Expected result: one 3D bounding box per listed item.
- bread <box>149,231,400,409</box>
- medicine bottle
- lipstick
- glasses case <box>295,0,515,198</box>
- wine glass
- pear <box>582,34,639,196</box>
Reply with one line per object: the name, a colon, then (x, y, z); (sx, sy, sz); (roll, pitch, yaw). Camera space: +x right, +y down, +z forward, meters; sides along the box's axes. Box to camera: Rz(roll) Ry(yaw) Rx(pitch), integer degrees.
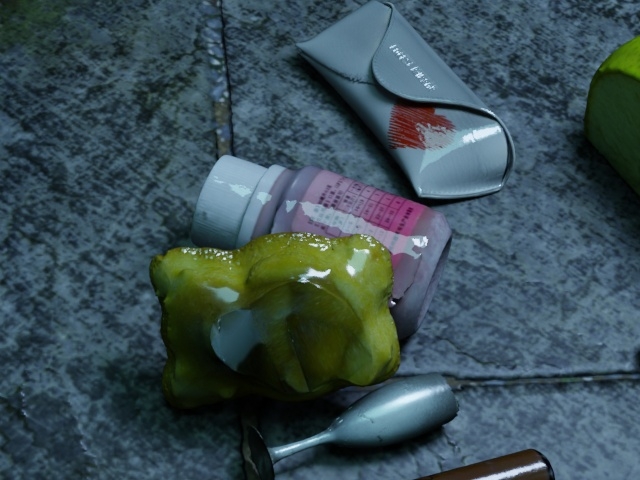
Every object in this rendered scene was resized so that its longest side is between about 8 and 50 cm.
bread: (-0.041, 0.079, 1.312); (0.233, 0.161, 0.088); (-9, 21, -3)
medicine bottle: (0.000, 0.000, 1.422); (0.247, 0.147, 0.147); (21, 49, 10)
lipstick: (0.045, 0.253, 1.259); (0.356, 0.057, 0.057); (-13, 51, -19)
glasses case: (0.094, -0.173, 1.630); (0.128, 0.083, 0.308); (-21, 54, -25)
wine glass: (0.032, 0.173, 1.326); (0.198, 0.066, 0.066); (-17, 53, -21)
pear: (0.503, -0.127, 1.552); (0.318, 0.238, 0.342); (-23, 55, -16)
